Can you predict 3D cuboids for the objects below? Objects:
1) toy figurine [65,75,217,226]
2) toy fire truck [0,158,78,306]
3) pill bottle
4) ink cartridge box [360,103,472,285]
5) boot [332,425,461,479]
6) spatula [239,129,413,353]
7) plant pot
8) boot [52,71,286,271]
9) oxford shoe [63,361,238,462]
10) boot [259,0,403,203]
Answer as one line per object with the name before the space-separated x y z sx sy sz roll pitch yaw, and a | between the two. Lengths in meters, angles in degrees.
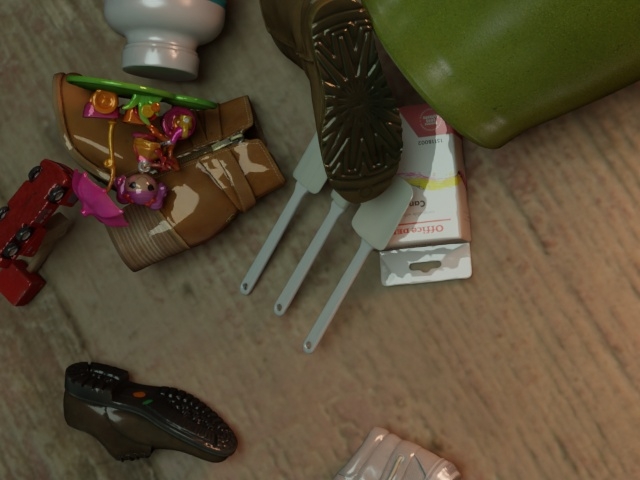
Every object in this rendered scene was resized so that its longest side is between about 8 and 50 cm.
toy figurine | -0.214 -0.093 1.441 0.173 0.130 0.159 9 91 -15
toy fire truck | -0.347 -0.008 1.544 0.047 0.135 0.192 42 97 17
pill bottle | -0.181 -0.329 1.516 0.146 0.146 0.264 3 86 16
ink cartridge box | 0.107 -0.051 1.451 0.115 0.067 0.198 -7 84 16
boot | 0.047 0.341 1.434 0.123 0.095 0.258 28 85 22
spatula | 0.000 0.000 1.456 0.168 0.019 0.242 41 112 31
plant pot | 0.241 -0.288 1.309 0.353 0.366 0.366 -38 76 22
boot | -0.186 -0.126 1.527 0.220 0.109 0.283 -30 67 4
oxford shoe | -0.205 0.225 1.524 0.227 0.083 0.096 19 110 17
boot | 0.005 -0.191 1.416 0.089 0.269 0.236 -11 112 -12
